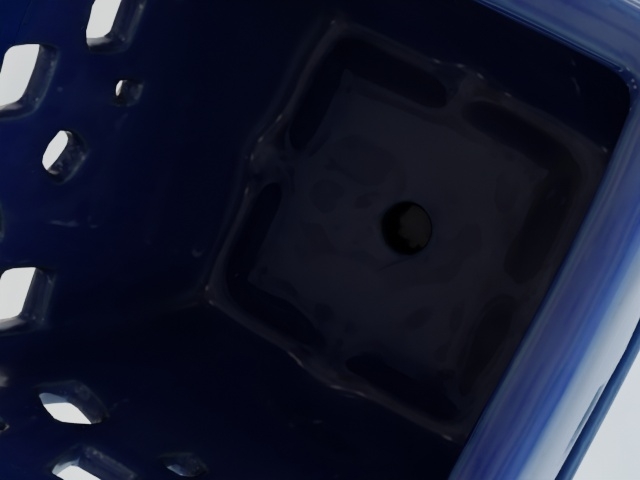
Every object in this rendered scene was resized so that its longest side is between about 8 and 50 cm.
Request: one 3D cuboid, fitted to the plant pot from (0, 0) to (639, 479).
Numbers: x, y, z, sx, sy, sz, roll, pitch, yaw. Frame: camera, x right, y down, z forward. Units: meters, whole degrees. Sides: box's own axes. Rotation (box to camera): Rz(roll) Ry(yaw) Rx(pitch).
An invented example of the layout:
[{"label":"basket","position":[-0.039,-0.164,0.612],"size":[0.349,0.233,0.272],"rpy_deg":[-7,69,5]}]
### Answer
[{"label":"plant pot","position":[0.000,0.000,0.626],"size":[0.236,0.212,0.236],"rpy_deg":[29,-79,19]}]
